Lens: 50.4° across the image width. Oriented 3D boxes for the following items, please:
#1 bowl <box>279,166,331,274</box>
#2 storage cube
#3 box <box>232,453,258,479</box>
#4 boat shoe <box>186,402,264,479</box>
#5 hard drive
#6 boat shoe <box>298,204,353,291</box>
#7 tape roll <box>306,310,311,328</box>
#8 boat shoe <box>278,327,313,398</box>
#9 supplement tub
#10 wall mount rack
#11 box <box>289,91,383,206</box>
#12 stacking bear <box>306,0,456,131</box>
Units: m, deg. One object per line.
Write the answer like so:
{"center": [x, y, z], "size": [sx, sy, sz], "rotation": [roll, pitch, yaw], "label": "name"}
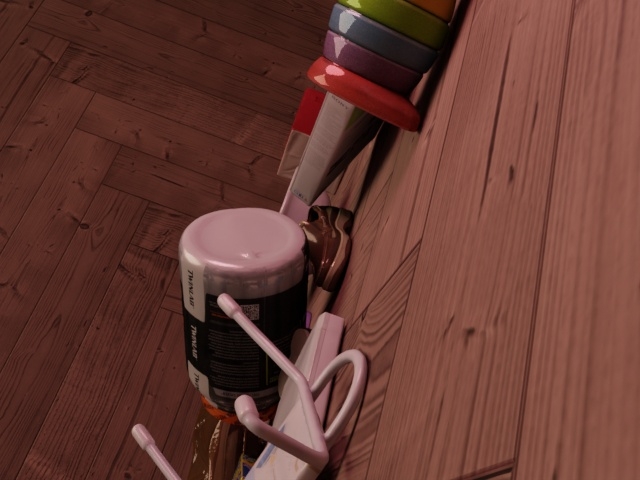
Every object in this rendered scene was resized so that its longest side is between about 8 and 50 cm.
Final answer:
{"center": [-0.044, -0.008, 1.551], "size": [0.298, 0.134, 0.298], "rotation": [-160, 90, -87], "label": "bowl"}
{"center": [0.000, -0.282, 1.940], "size": [0.215, 0.183, 0.193], "rotation": [115, 173, -49], "label": "storage cube"}
{"center": [-0.109, 0.386, 1.066], "size": [0.169, 0.054, 0.059], "rotation": [140, 149, -81], "label": "box"}
{"center": [-0.181, 0.417, 1.378], "size": [0.123, 0.123, 0.342], "rotation": [-37, 34, 35], "label": "boat shoe"}
{"center": [-0.040, 0.265, 0.841], "size": [0.307, 0.040, 0.203], "rotation": [-73, 5, -47], "label": "hard drive"}
{"center": [-0.003, 0.007, 1.190], "size": [0.257, 0.095, 0.095], "rotation": [-81, 11, -69], "label": "boat shoe"}
{"center": [-0.087, 0.222, 1.393], "size": [0.189, 0.080, 0.189], "rotation": [-160, 90, -85], "label": "tape roll"}
{"center": [-0.033, 0.198, 1.085], "size": [0.046, 0.038, 0.125], "rotation": [22, 101, 44], "label": "boat shoe"}
{"center": [-0.126, 0.132, 1.142], "size": [0.207, 0.207, 0.338], "rotation": [-77, -8, -59], "label": "supplement tub"}
{"center": [-0.106, 0.217, 0.721], "size": [0.350, 0.130, 0.304], "rotation": [-55, 15, 5], "label": "wall mount rack"}
{"center": [0.063, -0.221, 1.192], "size": [0.232, 0.058, 0.322], "rotation": [-48, -5, -29], "label": "box"}
{"center": [0.112, -0.312, 0.881], "size": [0.175, 0.164, 0.289], "rotation": [-83, 18, -72], "label": "stacking bear"}
